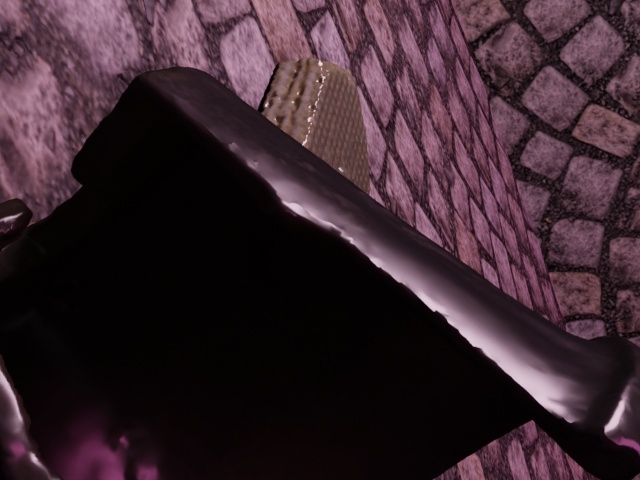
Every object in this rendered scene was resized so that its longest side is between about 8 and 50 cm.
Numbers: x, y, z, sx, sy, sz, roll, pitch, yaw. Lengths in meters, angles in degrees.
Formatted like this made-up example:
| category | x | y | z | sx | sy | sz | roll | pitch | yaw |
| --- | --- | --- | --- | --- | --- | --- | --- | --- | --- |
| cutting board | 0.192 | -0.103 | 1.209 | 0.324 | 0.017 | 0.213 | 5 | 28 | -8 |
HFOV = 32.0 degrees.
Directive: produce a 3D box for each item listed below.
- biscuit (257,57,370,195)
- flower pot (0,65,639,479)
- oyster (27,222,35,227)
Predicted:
| category | x | y | z | sx | sy | sz | roll | pitch | yaw |
| --- | --- | --- | --- | --- | --- | --- | --- | --- | --- |
| biscuit | 0.000 | 0.000 | 0.763 | 0.150 | 0.052 | 0.252 | 1 | 85 | -70 |
| flower pot | -0.067 | 0.087 | 0.531 | 0.251 | 0.379 | 0.379 | 50 | 20 | 3 |
| oyster | -0.149 | 0.028 | 0.698 | 0.083 | 0.038 | 0.081 | 41 | 39 | -58 |
